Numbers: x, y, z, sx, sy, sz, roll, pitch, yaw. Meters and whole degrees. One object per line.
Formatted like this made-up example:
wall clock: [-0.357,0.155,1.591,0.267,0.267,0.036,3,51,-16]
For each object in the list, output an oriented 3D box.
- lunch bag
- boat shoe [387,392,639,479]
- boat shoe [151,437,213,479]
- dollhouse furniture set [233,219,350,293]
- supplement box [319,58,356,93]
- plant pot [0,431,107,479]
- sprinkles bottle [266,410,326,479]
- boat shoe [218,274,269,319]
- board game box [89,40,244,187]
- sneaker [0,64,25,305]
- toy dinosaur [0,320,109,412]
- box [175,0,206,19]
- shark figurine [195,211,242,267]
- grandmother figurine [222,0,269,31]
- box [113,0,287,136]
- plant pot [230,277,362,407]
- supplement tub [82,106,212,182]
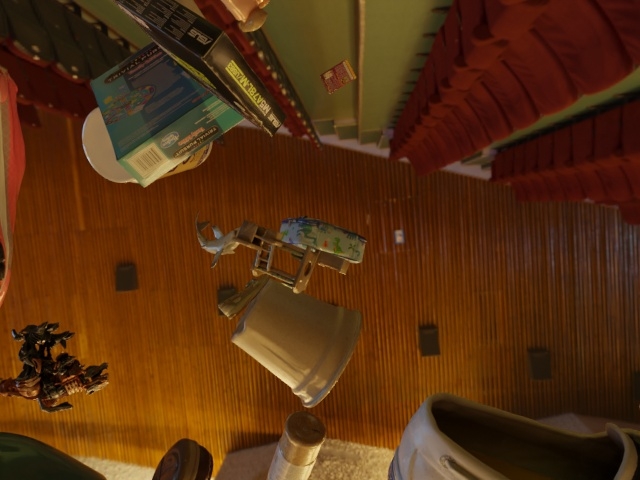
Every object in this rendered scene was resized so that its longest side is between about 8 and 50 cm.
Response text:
lunch bag: [0.000,0.000,1.269,0.218,0.090,0.176,17,172,-28]
boat shoe: [0.249,0.207,0.375,0.366,0.157,0.136,17,-154,13]
boat shoe: [-0.184,0.411,0.616,0.123,0.342,0.123,15,-163,-17]
dollhouse furniture set: [-0.062,0.048,0.904,0.181,0.101,0.161,20,177,23]
supplement box: [0.046,-0.431,1.208,0.083,0.055,0.043,-28,-162,9]
plant pot: [-0.559,0.472,0.775,0.292,0.235,0.293,-25,-152,14]
sprinkles bottle: [-0.087,0.663,1.335,0.121,0.356,0.121,14,-154,-7]
boat shoe: [-0.183,0.127,1.119,0.153,0.048,0.056,-46,178,-37]
board game box: [-0.307,-0.289,0.921,0.253,0.079,0.336,-34,-130,-2]
sneaker: [-0.363,-0.046,0.490,0.115,0.314,0.136,8,-171,-10]
toy dinosaur: [-0.729,0.337,1.197,0.321,0.219,0.164,6,155,-32]
box: [-0.365,-0.553,1.060,0.094,0.275,0.113,-45,-148,-15]
shark figurine: [-0.354,0.010,1.599,0.278,0.166,0.116,16,174,41]
grandmother figurine: [-0.232,-0.592,0.908,0.104,0.208,0.342,-19,146,28]
box: [-0.149,-0.231,0.588,0.190,0.045,0.184,39,-177,21]
plant pot: [-0.090,0.283,1.402,0.305,0.334,0.334,32,179,-8]
supplement tub: [-0.497,-0.304,1.358,0.240,0.241,0.331,-4,-163,19]
